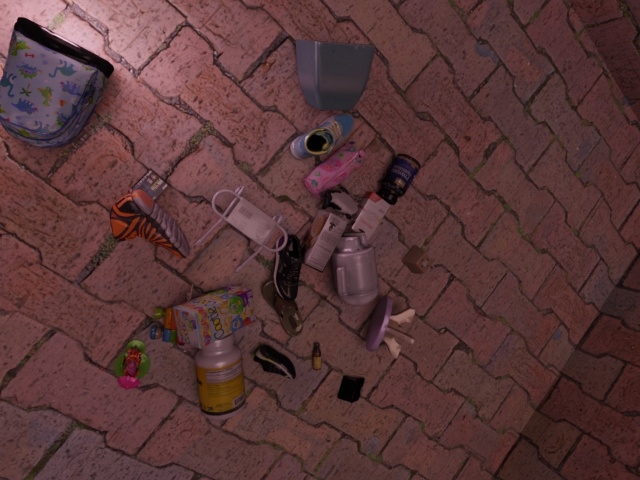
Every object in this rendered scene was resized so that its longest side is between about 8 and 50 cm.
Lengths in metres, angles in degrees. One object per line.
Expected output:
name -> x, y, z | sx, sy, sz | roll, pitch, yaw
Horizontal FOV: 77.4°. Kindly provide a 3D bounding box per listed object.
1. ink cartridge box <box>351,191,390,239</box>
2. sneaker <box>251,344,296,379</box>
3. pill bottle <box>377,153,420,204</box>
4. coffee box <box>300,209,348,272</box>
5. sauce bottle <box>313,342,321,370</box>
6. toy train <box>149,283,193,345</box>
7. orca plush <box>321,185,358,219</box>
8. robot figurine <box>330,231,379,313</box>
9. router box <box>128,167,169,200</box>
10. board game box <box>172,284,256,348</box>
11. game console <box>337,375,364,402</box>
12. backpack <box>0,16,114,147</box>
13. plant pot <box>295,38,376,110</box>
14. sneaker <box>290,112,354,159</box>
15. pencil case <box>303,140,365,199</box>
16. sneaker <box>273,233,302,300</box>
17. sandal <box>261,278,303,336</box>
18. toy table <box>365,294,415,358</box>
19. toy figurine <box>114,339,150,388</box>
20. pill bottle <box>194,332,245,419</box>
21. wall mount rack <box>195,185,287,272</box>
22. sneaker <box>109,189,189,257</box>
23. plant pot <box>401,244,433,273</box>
ink cartridge box -> 0.219, -0.114, 1.851 | 0.115, 0.067, 0.198 | 35, 84, -23
sneaker -> -0.211, 0.557, 1.798 | 0.097, 0.084, 0.234 | -39, 111, 14
pill bottle -> 0.358, -0.280, 1.849 | 0.123, 0.123, 0.219 | 32, 86, -23
coffee box -> 0.000, 0.000, 1.743 | 0.098, 0.141, 0.246 | 28, 89, -24
sauce bottle -> -0.015, 0.546, 1.879 | 0.042, 0.042, 0.128 | -3, 101, -21
toy train -> -0.588, 0.285, 1.584 | 0.144, 0.105, 0.247 | 6, 96, -9
orca plush -> 0.061, -0.148, 1.728 | 0.102, 0.287, 0.151 | -19, 90, 26
robot figurine -> 0.155, 0.142, 1.794 | 0.300, 0.200, 0.353 | -26, 111, -51
router box -> -0.646, -0.197, 1.506 | 0.092, 0.038, 0.122 | 44, 81, -23
board game box -> -0.407, 0.290, 1.563 | 0.275, 0.142, 0.144 | -20, 108, -49
game console -> 0.154, 0.737, 1.996 | 0.107, 0.071, 0.122 | 11, 96, -53
backpack -> -0.872, -0.471, 1.278 | 0.290, 0.273, 0.355 | 24, 102, -30
plant pot -> 0.045, -0.660, 1.607 | 0.248, 0.247, 0.252 | -6, 119, -21
sneaker -> 0.043, -0.435, 1.651 | 0.319, 0.208, 0.127 | -36, 108, -13
pencil case -> 0.061, -0.301, 1.729 | 0.284, 0.124, 0.124 | -40, 111, -11
sneaker -> -0.130, 0.114, 1.683 | 0.107, 0.124, 0.283 | -3, 86, -30
sandal -> -0.149, 0.296, 1.760 | 0.120, 0.086, 0.302 | -32, 108, -14
toy table -> 0.338, 0.417, 1.905 | 0.161, 0.252, 0.274 | 20, 103, -8
toy figurine -> -0.718, 0.489, 1.525 | 0.130, 0.159, 0.173 | 12, 93, -23
pill bottle -> -0.413, 0.539, 1.640 | 0.188, 0.188, 0.333 | -7, 101, -21
wall mount rack -> -0.322, -0.039, 1.621 | 0.350, 0.130, 0.304 | 38, 80, -23
sneaker -> -0.648, -0.031, 1.502 | 0.180, 0.124, 0.321 | -30, 121, 5
plant pot -> 0.490, 0.101, 1.979 | 0.109, 0.096, 0.109 | -48, 111, -8
